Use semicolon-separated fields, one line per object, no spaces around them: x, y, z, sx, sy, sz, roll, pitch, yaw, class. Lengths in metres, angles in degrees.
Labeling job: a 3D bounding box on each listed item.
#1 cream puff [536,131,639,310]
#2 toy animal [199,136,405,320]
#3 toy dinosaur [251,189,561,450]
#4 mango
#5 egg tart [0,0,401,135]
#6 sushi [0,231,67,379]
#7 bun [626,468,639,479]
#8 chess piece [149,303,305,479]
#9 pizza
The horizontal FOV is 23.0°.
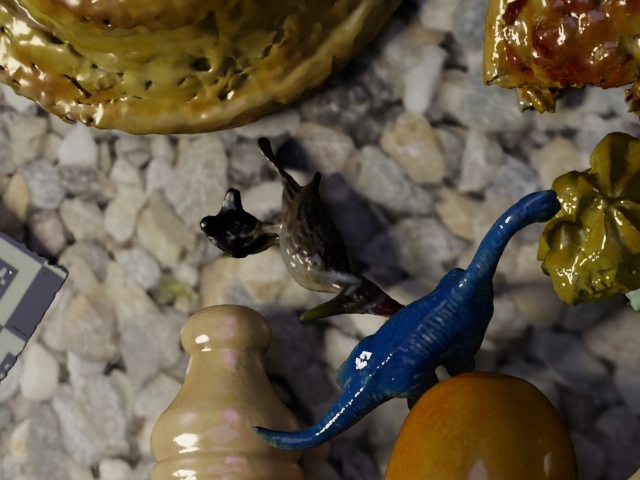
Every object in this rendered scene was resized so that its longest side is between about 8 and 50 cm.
0.220;-0.010;1.063;0.156;0.156;0.121;18;101;29;cream puff
-0.010;0.003;1.210;0.105;0.070;0.202;-42;55;-13;toy animal
0.058;0.064;1.076;0.248;0.188;0.075;-31;70;-6;toy dinosaur
0.100;0.197;1.051;0.120;0.151;0.221;14;80;-15;mango
-0.132;-0.295;1.221;0.443;0.178;0.443;1;96;5;egg tart
-0.455;0.078;1.336;0.359;0.064;0.343;32;89;10;sushi
0.295;0.260;0.904;0.364;0.202;0.364;-7;70;21;bun
-0.065;0.193;1.157;0.139;0.124;0.307;-27;56;50;chess piece
0.230;-0.175;1.092;0.229;0.081;0.289;45;121;13;pizza
